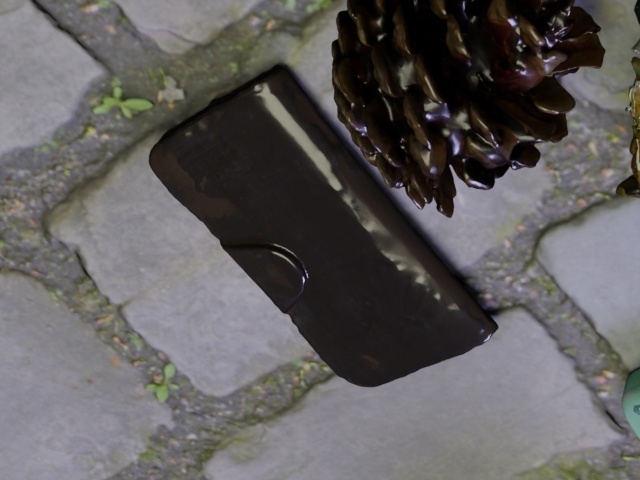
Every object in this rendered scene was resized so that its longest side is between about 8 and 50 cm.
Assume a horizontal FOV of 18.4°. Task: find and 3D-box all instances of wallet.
[{"bbox_3d":[0.000,0.000,1.678,0.165,0.042,0.309,-27,115,32],"label":"wallet"}]

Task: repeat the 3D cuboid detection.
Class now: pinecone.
[{"bbox_3d":[0.109,-0.125,1.459,0.204,0.179,0.184,-17,144,10],"label":"pinecone"}]

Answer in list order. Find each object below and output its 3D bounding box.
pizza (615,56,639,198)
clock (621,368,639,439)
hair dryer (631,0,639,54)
[{"bbox_3d":[0.315,-0.058,1.459,0.229,0.081,0.289,47,145,8],"label":"pizza"},{"bbox_3d":[0.326,0.160,1.693,0.101,0.041,0.135,-18,121,29],"label":"clock"},{"bbox_3d":[0.239,-0.221,1.257,0.071,0.219,0.124,21,177,23],"label":"hair dryer"}]
